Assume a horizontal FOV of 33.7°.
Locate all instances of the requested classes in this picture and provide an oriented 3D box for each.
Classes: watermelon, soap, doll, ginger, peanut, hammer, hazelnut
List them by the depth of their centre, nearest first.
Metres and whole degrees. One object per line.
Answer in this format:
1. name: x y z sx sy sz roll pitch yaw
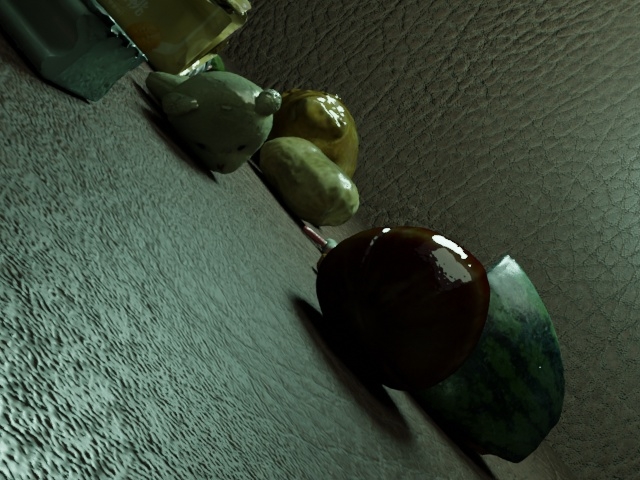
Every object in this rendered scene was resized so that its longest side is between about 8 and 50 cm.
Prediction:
1. soap: -0.314 -0.275 1.130 0.261 0.094 0.150 49 1 9
2. hazelnut: 0.097 0.083 1.390 0.229 0.229 0.229 48 6 -7
3. doll: -0.167 -0.184 1.586 0.278 0.175 0.149 -139 -136 -70
4. watermelon: 0.277 0.191 1.727 0.283 0.250 0.292 53 7 -14
5. hammer: 0.000 0.000 1.959 0.083 0.031 0.052 40 5 -20
6. peanut: -0.027 -0.113 2.033 0.224 0.129 0.129 41 2 22
7. ginger: -0.012 -0.192 2.215 0.269 0.223 0.200 44 3 -19

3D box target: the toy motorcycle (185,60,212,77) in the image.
1. toy motorcycle: -0.292 -0.404 2.077 0.221 0.102 0.150 51 34 18

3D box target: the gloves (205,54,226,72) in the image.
1. gloves: -0.256 -0.396 2.248 0.135 0.107 0.268 49 -14 55

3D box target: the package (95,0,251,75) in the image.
1. package: -0.285 -0.467 1.895 0.311 0.165 0.221 49 36 -3

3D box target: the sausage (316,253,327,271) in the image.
1. sausage: 0.042 0.072 1.729 0.131 0.041 0.039 47 11 -18
